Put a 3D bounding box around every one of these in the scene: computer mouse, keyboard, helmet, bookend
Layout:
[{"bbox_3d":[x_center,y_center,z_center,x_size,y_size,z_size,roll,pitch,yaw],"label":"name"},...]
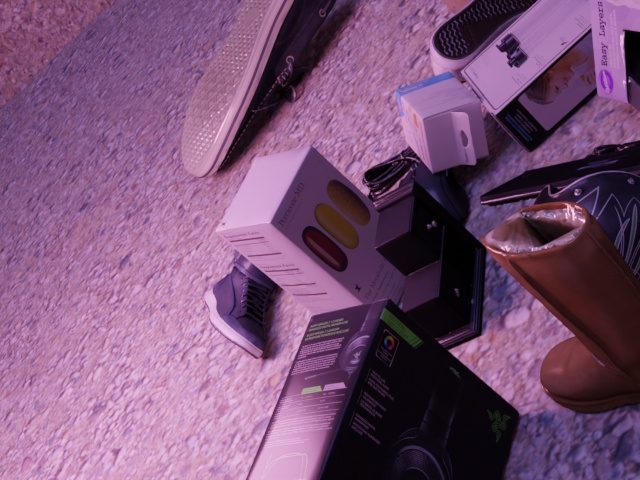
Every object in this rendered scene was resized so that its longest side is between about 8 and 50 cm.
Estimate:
[{"bbox_3d":[0.122,-0.070,1.899,0.184,0.060,0.262,-35,31,22],"label":"computer mouse"},{"bbox_3d":[0.359,-0.091,1.540,0.201,0.033,0.317,-27,11,-40],"label":"keyboard"},{"bbox_3d":[0.311,0.006,1.432,0.169,0.169,0.161,-52,12,-5],"label":"helmet"},{"bbox_3d":[0.136,0.033,1.652,0.072,0.157,0.156,-28,34,34],"label":"bookend"}]

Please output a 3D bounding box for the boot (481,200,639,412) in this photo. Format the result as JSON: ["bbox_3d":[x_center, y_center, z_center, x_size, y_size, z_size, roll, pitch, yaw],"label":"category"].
[{"bbox_3d":[0.257,0.069,1.319,0.236,0.269,0.089,-12,45,48],"label":"boot"}]

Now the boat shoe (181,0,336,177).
[{"bbox_3d":[-0.109,-0.336,2.462,0.186,0.156,0.500,22,85,55],"label":"boat shoe"}]

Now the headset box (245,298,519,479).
[{"bbox_3d":[0.072,0.237,1.403,0.131,0.246,0.283,-16,41,46],"label":"headset box"}]

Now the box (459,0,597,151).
[{"bbox_3d":[0.350,-0.278,1.807,0.290,0.087,0.169,-43,29,11],"label":"box"}]

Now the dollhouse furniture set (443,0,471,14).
[{"bbox_3d":[0.281,-0.497,2.091,0.242,0.161,0.212,-32,33,29],"label":"dollhouse furniture set"}]

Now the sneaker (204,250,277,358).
[{"bbox_3d":[-0.098,0.078,1.999,0.163,0.086,0.226,-49,27,6],"label":"sneaker"}]

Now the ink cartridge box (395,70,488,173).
[{"bbox_3d":[0.178,-0.168,1.847,0.089,0.092,0.143,-18,29,-6],"label":"ink cartridge box"}]

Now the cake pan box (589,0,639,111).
[{"bbox_3d":[0.425,-0.281,1.561,0.070,0.267,0.245,-16,22,-19],"label":"cake pan box"}]

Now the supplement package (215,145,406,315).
[{"bbox_3d":[0.000,0.000,1.790,0.134,0.244,0.139,-8,49,51],"label":"supplement package"}]

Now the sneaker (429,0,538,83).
[{"bbox_3d":[0.281,-0.337,1.966,0.290,0.123,0.106,-35,66,-13],"label":"sneaker"}]
